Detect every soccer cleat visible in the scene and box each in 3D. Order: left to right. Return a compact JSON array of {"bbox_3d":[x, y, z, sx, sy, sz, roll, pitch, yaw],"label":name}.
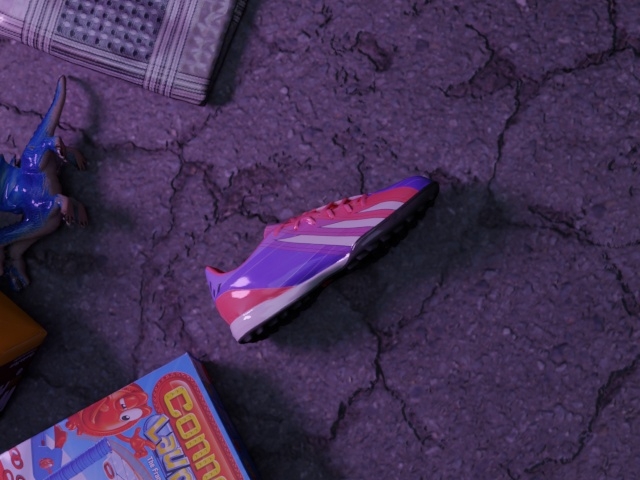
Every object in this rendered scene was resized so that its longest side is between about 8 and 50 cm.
[{"bbox_3d":[0.000,0.000,1.174,0.318,0.108,0.116,-36,78,7],"label":"soccer cleat"}]

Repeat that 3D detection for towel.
[{"bbox_3d":[-0.240,-0.373,1.231,0.312,0.056,0.324,20,88,-1],"label":"towel"}]

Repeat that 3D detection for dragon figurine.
[{"bbox_3d":[-0.390,-0.079,1.243,0.143,0.085,0.289,-6,87,7],"label":"dragon figurine"}]

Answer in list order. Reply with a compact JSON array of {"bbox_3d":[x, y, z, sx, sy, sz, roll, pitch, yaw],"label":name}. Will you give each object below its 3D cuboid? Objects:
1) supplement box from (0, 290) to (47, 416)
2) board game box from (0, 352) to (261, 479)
[{"bbox_3d":[-0.489,0.146,1.189,0.191,0.129,0.194,39,115,9],"label":"supplement box"},{"bbox_3d":[-0.220,0.344,1.148,0.301,0.086,0.308,-29,74,-3],"label":"board game box"}]
